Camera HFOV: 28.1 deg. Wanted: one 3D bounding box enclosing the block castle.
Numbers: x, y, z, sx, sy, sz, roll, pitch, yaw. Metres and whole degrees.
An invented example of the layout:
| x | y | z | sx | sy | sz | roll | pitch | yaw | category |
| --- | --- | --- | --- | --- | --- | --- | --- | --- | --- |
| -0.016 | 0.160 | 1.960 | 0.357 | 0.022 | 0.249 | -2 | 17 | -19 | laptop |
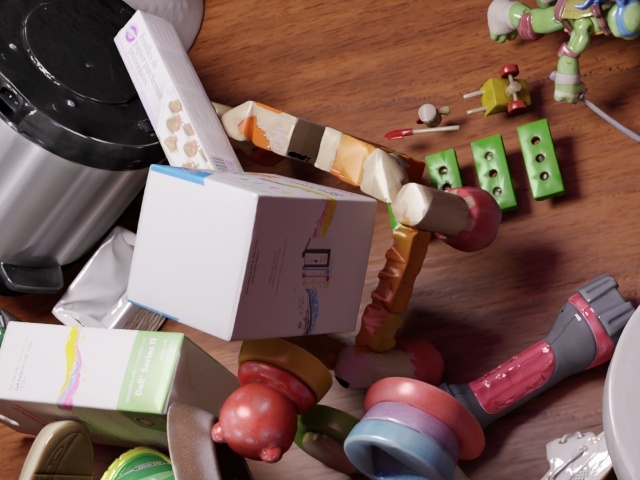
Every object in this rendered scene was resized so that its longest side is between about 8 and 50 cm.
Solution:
| x | y | z | sx | sy | sz | roll | pitch | yaw | category |
| --- | --- | --- | --- | --- | --- | --- | --- | --- | --- |
| 0.000 | 0.000 | 1.731 | 0.453 | 0.213 | 0.302 | 25 | 99 | 37 | block castle |

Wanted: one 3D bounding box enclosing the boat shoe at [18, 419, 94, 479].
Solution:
| x | y | z | sx | sy | sz | roll | pitch | yaw | category |
| --- | --- | --- | --- | --- | --- | --- | --- | --- | --- |
| -0.395 | 0.375 | 1.752 | 0.098 | 0.109 | 0.302 | 28 | 108 | 43 | boat shoe |

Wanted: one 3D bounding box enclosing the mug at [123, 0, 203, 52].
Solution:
| x | y | z | sx | sy | sz | roll | pitch | yaw | category |
| --- | --- | --- | --- | --- | --- | --- | --- | --- | --- |
| -0.426 | -0.431 | 2.073 | 0.374 | 0.328 | 0.276 | -1 | 65 | 23 | mug |

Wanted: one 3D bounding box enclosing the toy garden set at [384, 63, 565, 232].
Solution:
| x | y | z | sx | sy | sz | roll | pitch | yaw | category |
| --- | --- | --- | --- | --- | --- | --- | --- | --- | --- |
| 0.207 | -0.122 | 1.802 | 0.244 | 0.049 | 0.203 | -16 | 70 | 18 | toy garden set |

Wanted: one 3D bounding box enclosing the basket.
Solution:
| x | y | z | sx | sy | sz | roll | pitch | yaw | category |
| --- | --- | --- | --- | --- | --- | --- | --- | --- | --- |
| -0.291 | 0.084 | 1.895 | 0.113 | 0.103 | 0.167 | 31 | 80 | 32 | basket |

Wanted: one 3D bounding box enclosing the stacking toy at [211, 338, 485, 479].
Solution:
| x | y | z | sx | sy | sz | roll | pitch | yaw | category |
| --- | --- | --- | --- | --- | --- | --- | --- | --- | --- |
| 0.037 | 0.263 | 1.547 | 0.309 | 0.279 | 0.130 | 13 | 58 | 25 | stacking toy |

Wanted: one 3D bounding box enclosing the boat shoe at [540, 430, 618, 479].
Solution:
| x | y | z | sx | sy | sz | roll | pitch | yaw | category |
| --- | --- | --- | --- | --- | --- | --- | --- | --- | --- |
| 0.310 | 0.272 | 1.540 | 0.277 | 0.098 | 0.096 | -47 | 57 | -2 | boat shoe |

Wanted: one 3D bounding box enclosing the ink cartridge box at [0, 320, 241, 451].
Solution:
| x | y | z | sx | sy | sz | roll | pitch | yaw | category |
| --- | --- | --- | --- | --- | --- | --- | --- | --- | --- |
| -0.312 | 0.204 | 1.781 | 0.354 | 0.207 | 0.119 | 2 | 65 | 24 | ink cartridge box |

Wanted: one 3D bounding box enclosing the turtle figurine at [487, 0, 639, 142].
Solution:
| x | y | z | sx | sy | sz | roll | pitch | yaw | category |
| --- | --- | --- | --- | --- | --- | --- | --- | --- | --- |
| 0.377 | -0.274 | 1.775 | 0.266 | 0.275 | 0.197 | 36 | 102 | 54 | turtle figurine |

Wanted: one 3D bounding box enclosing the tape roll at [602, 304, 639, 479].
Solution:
| x | y | z | sx | sy | sz | roll | pitch | yaw | category |
| --- | --- | --- | --- | --- | --- | --- | --- | --- | --- |
| 0.518 | 0.194 | 1.443 | 0.392 | 0.072 | 0.391 | -2 | 65 | 4 | tape roll |

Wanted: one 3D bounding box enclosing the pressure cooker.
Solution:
| x | y | z | sx | sy | sz | roll | pitch | yaw | category |
| --- | --- | --- | --- | --- | --- | --- | --- | --- | --- |
| -0.441 | -0.148 | 1.886 | 0.420 | 0.375 | 0.370 | -46 | 10 | 35 | pressure cooker |

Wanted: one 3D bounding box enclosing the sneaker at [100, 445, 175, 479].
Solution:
| x | y | z | sx | sy | sz | roll | pitch | yaw | category |
| --- | --- | --- | --- | --- | --- | --- | --- | --- | --- |
| -0.277 | 0.420 | 1.718 | 0.124 | 0.109 | 0.295 | 17 | 73 | 34 | sneaker |

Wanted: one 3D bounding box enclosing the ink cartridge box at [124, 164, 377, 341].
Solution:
| x | y | z | sx | sy | sz | roll | pitch | yaw | category |
| --- | --- | --- | --- | --- | --- | --- | --- | --- | --- |
| -0.076 | 0.012 | 1.502 | 0.171 | 0.233 | 0.168 | 16 | 99 | 36 | ink cartridge box |

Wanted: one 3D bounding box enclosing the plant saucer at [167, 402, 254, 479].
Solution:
| x | y | z | sx | sy | sz | roll | pitch | yaw | category |
| --- | --- | --- | --- | --- | --- | --- | --- | --- | --- |
| -0.109 | 0.339 | 1.570 | 0.050 | 0.310 | 0.310 | -21 | 59 | 3 | plant saucer |

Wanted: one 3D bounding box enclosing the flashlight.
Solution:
| x | y | z | sx | sy | sz | roll | pitch | yaw | category |
| --- | --- | --- | --- | --- | --- | --- | --- | --- | --- |
| 0.257 | 0.160 | 1.610 | 0.304 | 0.103 | 0.103 | -31 | 94 | 2 | flashlight |

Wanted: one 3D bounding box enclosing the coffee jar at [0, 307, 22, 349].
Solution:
| x | y | z | sx | sy | sz | roll | pitch | yaw | category |
| --- | --- | --- | --- | --- | --- | --- | --- | --- | --- |
| -0.537 | 0.184 | 1.957 | 0.184 | 0.096 | 0.079 | -30 | 55 | 8 | coffee jar |

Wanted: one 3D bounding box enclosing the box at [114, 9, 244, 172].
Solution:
| x | y | z | sx | sy | sz | roll | pitch | yaw | category |
| --- | --- | --- | --- | --- | --- | --- | --- | --- | --- |
| -0.188 | -0.174 | 1.724 | 0.063 | 0.067 | 0.324 | -44 | 56 | 27 | box |
